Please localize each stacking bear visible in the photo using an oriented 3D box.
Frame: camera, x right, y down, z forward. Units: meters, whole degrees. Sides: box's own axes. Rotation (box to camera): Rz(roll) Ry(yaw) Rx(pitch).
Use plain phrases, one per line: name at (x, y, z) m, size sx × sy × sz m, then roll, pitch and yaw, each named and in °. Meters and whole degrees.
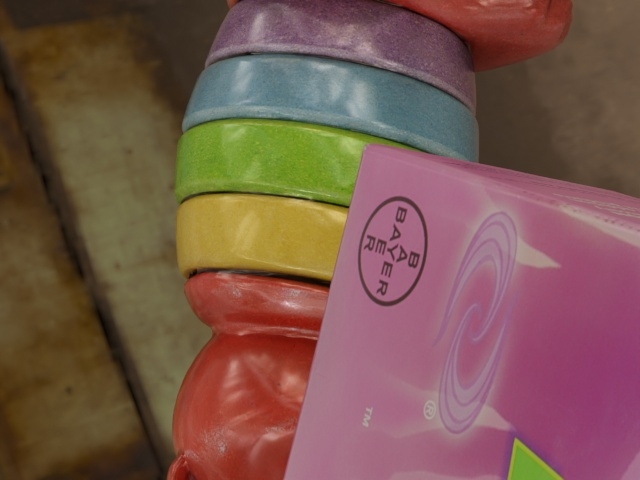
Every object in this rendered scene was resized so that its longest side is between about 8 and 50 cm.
stacking bear at (0.000, 0.000, 0.844) m, size 0.164 × 0.175 × 0.289 m, roll -5°, pitch 70°, yaw 53°

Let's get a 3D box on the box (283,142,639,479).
box at (0.098, 0.103, 0.492) m, size 0.243 × 0.117 × 0.213 m, roll 23°, pitch 101°, yaw 54°
